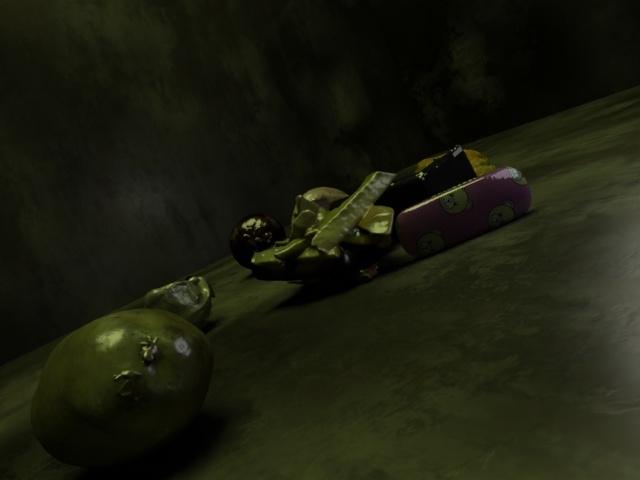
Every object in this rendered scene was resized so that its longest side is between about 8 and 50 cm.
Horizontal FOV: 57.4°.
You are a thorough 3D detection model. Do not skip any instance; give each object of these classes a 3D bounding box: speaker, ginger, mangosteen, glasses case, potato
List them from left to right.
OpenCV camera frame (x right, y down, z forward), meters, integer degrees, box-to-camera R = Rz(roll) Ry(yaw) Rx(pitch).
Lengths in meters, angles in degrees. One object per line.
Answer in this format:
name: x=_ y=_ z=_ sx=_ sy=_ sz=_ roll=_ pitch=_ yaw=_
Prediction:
potato: x=-0.298 y=0.221 z=0.899 sx=0.326 sy=0.221 sz=0.243 roll=-32 pitch=-9 yaw=35
mangosteen: x=-0.230 y=0.018 z=2.351 sx=0.231 sy=0.231 sz=0.289 roll=-22 pitch=-23 yaw=14
ginger: x=0.020 y=-0.044 z=1.514 sx=0.413 sy=0.211 sz=0.358 roll=-10 pitch=8 yaw=24
speaker: x=0.238 y=-0.113 z=1.676 sx=0.388 sy=0.180 sz=0.184 roll=-17 pitch=22 yaw=39
glasses case: x=0.326 y=-0.065 z=1.347 sx=0.316 sy=0.123 sz=0.076 roll=-24 pitch=6 yaw=6

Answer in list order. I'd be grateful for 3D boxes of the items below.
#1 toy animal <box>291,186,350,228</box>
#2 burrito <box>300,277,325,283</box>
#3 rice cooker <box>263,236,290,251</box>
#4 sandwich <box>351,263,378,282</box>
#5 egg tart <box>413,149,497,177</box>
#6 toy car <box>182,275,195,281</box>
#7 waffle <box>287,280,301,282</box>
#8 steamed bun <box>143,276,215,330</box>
toy animal: x=0.013 y=-0.084 z=2.167 sx=0.358 sy=0.188 sz=0.226 roll=3 pitch=-56 yaw=-51
burrito: x=-0.013 y=0.081 z=1.645 sx=0.087 sy=0.060 sz=0.226 roll=-27 pitch=5 yaw=12
rice cooker: x=-0.133 y=0.055 z=2.033 sx=0.106 sy=0.112 sz=0.165 roll=-26 pitch=3 yaw=39
sandwich: x=0.107 y=0.074 z=1.418 sx=0.067 sy=0.029 sz=0.135 roll=-24 pitch=5 yaw=12
egg tart: x=0.419 y=-0.199 z=1.840 sx=0.352 sy=0.153 sz=0.339 roll=-14 pitch=8 yaw=-9
toy car: x=-0.469 y=0.219 z=1.919 sx=0.193 sy=0.118 sz=0.301 roll=-34 pitch=9 yaw=-8
waffle: x=-0.042 y=0.100 z=1.754 sx=0.097 sy=0.023 sz=0.153 roll=-28 pitch=6 yaw=-20
steamed bun: x=-0.386 y=0.207 z=1.652 sx=0.211 sy=0.144 sz=0.218 roll=-20 pitch=-28 yaw=-40
